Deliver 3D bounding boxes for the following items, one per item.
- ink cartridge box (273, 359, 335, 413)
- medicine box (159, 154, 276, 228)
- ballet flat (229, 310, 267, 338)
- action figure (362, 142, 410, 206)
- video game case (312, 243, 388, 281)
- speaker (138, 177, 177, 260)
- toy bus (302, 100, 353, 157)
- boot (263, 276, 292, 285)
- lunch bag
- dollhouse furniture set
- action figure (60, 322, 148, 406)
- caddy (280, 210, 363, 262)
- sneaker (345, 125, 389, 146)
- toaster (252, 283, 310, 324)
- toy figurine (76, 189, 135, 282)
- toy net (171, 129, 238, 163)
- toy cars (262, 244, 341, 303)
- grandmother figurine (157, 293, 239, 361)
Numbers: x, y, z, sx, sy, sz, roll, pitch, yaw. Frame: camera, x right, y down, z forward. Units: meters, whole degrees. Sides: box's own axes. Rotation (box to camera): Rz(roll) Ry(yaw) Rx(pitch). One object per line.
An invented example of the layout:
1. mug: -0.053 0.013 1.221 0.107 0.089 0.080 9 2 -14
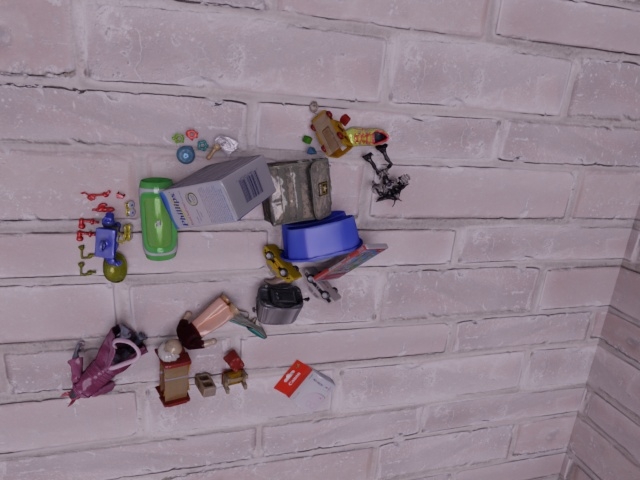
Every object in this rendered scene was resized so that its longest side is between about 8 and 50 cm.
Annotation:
1. ink cartridge box: -0.074 0.698 2.101 0.232 0.066 0.189 36 96 -27
2. medicine box: -0.353 -0.172 1.549 0.290 0.263 0.149 -5 115 30
3. ballet flat: -0.306 0.356 1.914 0.213 0.072 0.068 35 66 -26
4. action figure: 0.277 -0.250 1.830 0.164 0.141 0.275 -28 113 6
5. video game case: 0.125 0.092 1.833 0.285 0.204 0.025 -34 73 27
6. speaker: -0.602 -0.079 1.648 0.131 0.131 0.296 -2 109 -15
7. toy bus: 0.044 -0.420 1.720 0.104 0.191 0.202 -4 111 -55
8. boot: -0.174 0.160 1.900 0.119 0.042 0.086 25 93 -23
9. lunch bag: -0.082 -0.197 1.736 0.287 0.169 0.235 -11 107 -20
10. dollhouse furniture set: -0.505 0.554 1.902 0.374 0.152 0.201 -3 109 -33
11. action figure: -0.836 0.511 1.717 0.370 0.276 0.248 -47 121 -12
12. caddy: 0.000 0.000 1.785 0.342 0.241 0.179 -12 105 -12
13. sneaker: 0.180 -0.415 1.772 0.209 0.094 0.081 -10 112 -11
14. toaster: -0.170 0.274 1.872 0.227 0.129 0.146 3 135 -21
15. toy figurine: -0.786 0.016 1.578 0.191 0.217 0.362 8 105 -18
16. toy net: -0.425 -0.360 1.649 0.232 0.045 0.122 -14 109 -13
17. toy cars: -0.089 0.158 1.858 0.394 0.176 0.087 31 115 -22
18. grandmother figurine: -0.503 0.358 1.786 0.342 0.208 0.104 -39 133 -20
